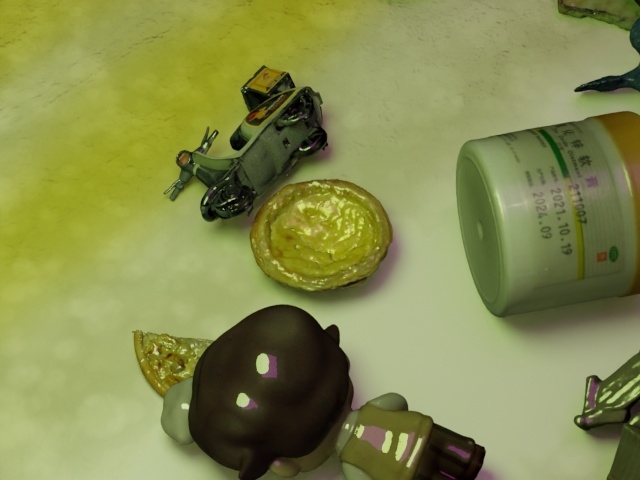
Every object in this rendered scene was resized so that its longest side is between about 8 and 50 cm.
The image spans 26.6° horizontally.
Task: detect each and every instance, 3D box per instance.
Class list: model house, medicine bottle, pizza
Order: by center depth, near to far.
[{"bbox_3d":[0.421,0.234,1.664,0.188,0.122,0.229,-38,52,-8],"label":"model house"},{"bbox_3d":[0.313,-0.034,1.748,0.231,0.238,0.238,-10,60,-8],"label":"medicine bottle"},{"bbox_3d":[-0.182,0.146,1.751,0.108,0.026,0.123,-26,63,-19],"label":"pizza"}]

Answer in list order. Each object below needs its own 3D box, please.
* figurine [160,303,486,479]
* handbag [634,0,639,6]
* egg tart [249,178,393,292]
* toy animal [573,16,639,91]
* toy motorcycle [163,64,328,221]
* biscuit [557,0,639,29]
[{"bbox_3d":[0.010,0.219,1.654,0.365,0.206,0.218,29,83,-12],"label":"figurine"},{"bbox_3d":[0.549,-0.486,2.068,0.269,0.118,0.326,-23,62,-20],"label":"handbag"},{"bbox_3d":[0.000,0.000,1.815,0.191,0.074,0.191,0,59,0],"label":"egg tart"},{"bbox_3d":[0.503,-0.228,1.927,0.176,0.255,0.239,-20,100,-39],"label":"toy animal"},{"bbox_3d":[-0.098,-0.126,1.866,0.157,0.091,0.263,19,56,38],"label":"toy motorcycle"},{"bbox_3d":[0.509,-0.383,2.081,0.273,0.036,0.187,18,60,10],"label":"biscuit"}]
